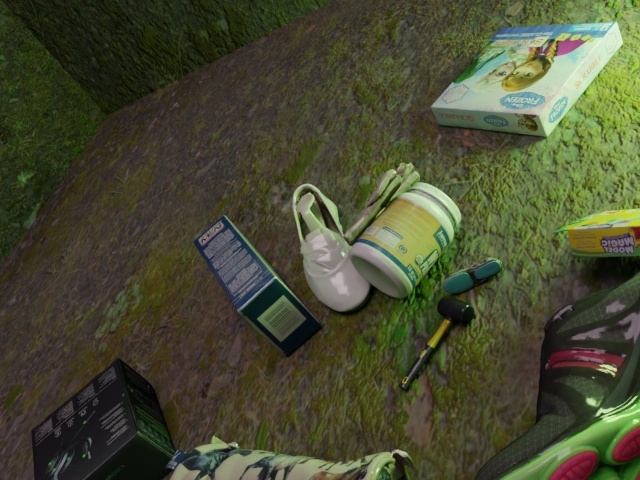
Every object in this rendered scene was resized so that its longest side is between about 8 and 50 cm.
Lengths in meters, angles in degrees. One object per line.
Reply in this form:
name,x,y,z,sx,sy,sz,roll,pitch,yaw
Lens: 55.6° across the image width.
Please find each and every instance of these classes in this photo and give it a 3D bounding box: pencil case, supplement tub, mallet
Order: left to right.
pencil case,-0.054,0.393,0.919,0.410,0.160,0.183,-11,57,34
supplement tub,0.168,-0.002,1.193,0.199,0.144,0.144,-49,36,-15
mallet,0.191,0.177,1.066,0.189,0.039,0.062,-48,35,-8

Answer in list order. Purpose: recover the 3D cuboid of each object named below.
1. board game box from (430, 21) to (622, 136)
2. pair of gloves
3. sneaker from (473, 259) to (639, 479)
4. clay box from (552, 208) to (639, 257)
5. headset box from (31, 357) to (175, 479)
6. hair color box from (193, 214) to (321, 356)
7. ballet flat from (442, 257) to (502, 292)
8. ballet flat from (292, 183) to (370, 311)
board game box,0.477,-0.387,1.436,0.318,0.066,0.319,-49,36,-16
pair of gloves,0.126,-0.077,1.272,0.204,0.042,0.240,-52,-11,8
sneaker,0.366,0.196,0.786,0.483,0.185,0.202,-38,25,-17
clay box,0.489,-0.014,0.932,0.127,0.053,0.222,-19,8,-35
headset box,-0.449,0.429,1.254,0.246,0.131,0.283,-41,34,-6
hair color box,-0.149,0.090,1.344,0.105,0.174,0.347,-42,34,-4
ballet flat,0.280,0.064,1.119,0.114,0.041,0.041,-26,36,16
ballet flat,0.000,0.000,1.355,0.139,0.139,0.400,-31,35,9
